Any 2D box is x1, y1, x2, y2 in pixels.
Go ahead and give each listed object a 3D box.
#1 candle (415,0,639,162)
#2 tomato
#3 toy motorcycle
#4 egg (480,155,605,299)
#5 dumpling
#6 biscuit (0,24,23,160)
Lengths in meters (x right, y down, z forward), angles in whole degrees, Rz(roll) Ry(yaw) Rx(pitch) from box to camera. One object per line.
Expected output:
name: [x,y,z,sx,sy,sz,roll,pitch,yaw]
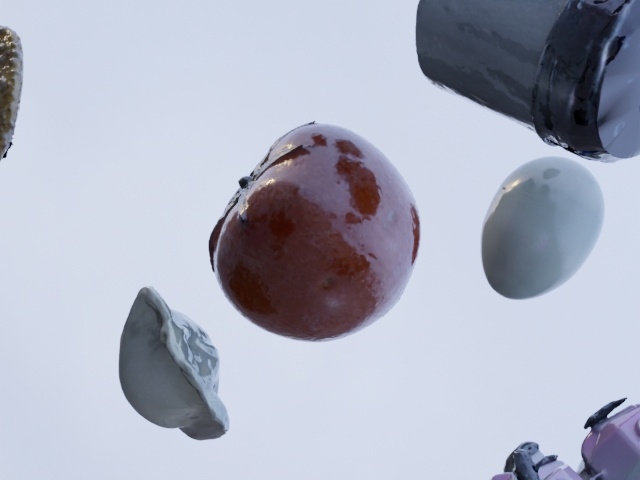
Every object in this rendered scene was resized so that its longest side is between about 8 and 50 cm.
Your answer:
candle: [0.238,-0.235,1.896,0.342,0.221,0.221,30,-30,34]
tomato: [0.000,0.000,2.065,0.265,0.265,0.265,48,-19,23]
toy motorcycle: [0.252,0.253,1.692,0.143,0.327,0.188,49,-25,20]
egg: [0.291,-0.015,2.268,0.151,0.209,0.151,32,-14,9]
dumpling: [-0.169,0.159,2.007,0.151,0.124,0.229,36,-30,36]
biscuit: [-0.345,-0.107,1.639,0.033,0.220,0.220,21,4,-35]
